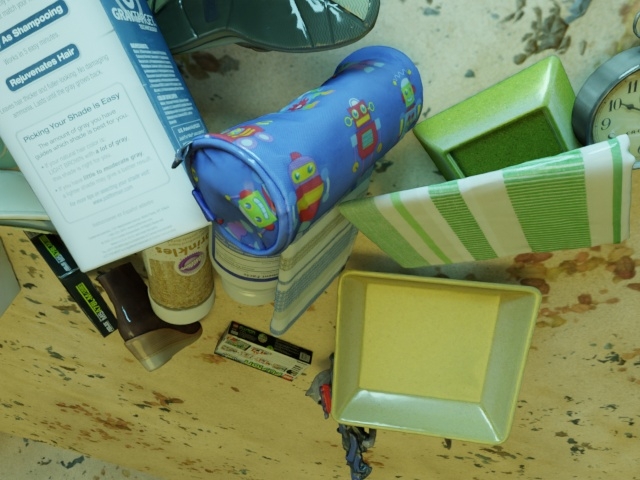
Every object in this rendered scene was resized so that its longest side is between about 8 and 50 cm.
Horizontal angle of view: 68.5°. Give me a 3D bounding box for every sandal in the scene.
[{"bbox_3d":[-0.077,-0.256,0.500,0.303,0.086,0.120,10,103,26],"label":"sandal"}]

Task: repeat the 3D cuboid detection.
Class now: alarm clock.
[{"bbox_3d":[0.349,-0.163,0.512,0.130,0.064,0.192,-10,129,9],"label":"alarm clock"}]

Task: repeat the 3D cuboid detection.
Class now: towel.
[{"bbox_3d":[0.000,0.000,0.680,0.034,0.209,0.284,32,141,18],"label":"towel"},{"bbox_3d":[0.224,-0.030,0.628,0.325,0.038,0.248,-10,154,28],"label":"towel"}]

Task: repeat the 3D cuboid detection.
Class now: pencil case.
[{"bbox_3d":[-0.005,-0.105,0.491,0.133,0.306,0.119,1,123,39],"label":"pencil case"}]

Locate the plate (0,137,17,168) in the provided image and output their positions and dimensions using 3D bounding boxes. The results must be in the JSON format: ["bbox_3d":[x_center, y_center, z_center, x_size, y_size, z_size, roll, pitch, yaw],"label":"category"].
[{"bbox_3d":[-0.546,-0.181,0.726,0.188,0.024,0.188,7,138,6],"label":"plate"}]

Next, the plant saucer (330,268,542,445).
[{"bbox_3d":[0.194,0.203,0.867,0.333,0.081,0.332,5,111,7],"label":"plant saucer"}]

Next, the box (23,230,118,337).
[{"bbox_3d":[-0.472,0.071,0.892,0.191,0.045,0.184,35,146,32],"label":"box"}]

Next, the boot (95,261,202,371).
[{"bbox_3d":[-0.337,0.134,0.956,0.090,0.248,0.206,-26,93,5],"label":"boot"}]

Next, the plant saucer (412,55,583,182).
[{"bbox_3d":[0.247,-0.109,0.612,0.188,0.045,0.188,-23,128,32],"label":"plant saucer"}]

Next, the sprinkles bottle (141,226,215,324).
[{"bbox_3d":[-0.240,-0.002,0.779,0.121,0.121,0.355,12,137,0],"label":"sprinkles bottle"}]

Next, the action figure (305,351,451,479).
[{"bbox_3d":[0.132,0.376,1.071,0.331,0.178,0.341,5,113,15],"label":"action figure"}]

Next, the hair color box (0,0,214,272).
[{"bbox_3d":[-0.243,-0.158,0.489,0.174,0.105,0.347,-19,107,15],"label":"hair color box"}]

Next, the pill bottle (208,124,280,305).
[{"bbox_3d":[-0.090,-0.023,0.701,0.153,0.152,0.272,13,138,-1],"label":"pill bottle"}]

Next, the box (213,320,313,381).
[{"bbox_3d":[-0.135,0.264,1.104,0.207,0.036,0.114,24,136,-14],"label":"box"}]

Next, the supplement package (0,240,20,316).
[{"bbox_3d":[-0.782,0.120,0.922,0.198,0.262,0.199,16,137,-4],"label":"supplement package"}]

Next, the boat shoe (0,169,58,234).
[{"bbox_3d":[-0.479,-0.044,0.793,0.320,0.116,0.099,6,134,-1],"label":"boat shoe"}]
